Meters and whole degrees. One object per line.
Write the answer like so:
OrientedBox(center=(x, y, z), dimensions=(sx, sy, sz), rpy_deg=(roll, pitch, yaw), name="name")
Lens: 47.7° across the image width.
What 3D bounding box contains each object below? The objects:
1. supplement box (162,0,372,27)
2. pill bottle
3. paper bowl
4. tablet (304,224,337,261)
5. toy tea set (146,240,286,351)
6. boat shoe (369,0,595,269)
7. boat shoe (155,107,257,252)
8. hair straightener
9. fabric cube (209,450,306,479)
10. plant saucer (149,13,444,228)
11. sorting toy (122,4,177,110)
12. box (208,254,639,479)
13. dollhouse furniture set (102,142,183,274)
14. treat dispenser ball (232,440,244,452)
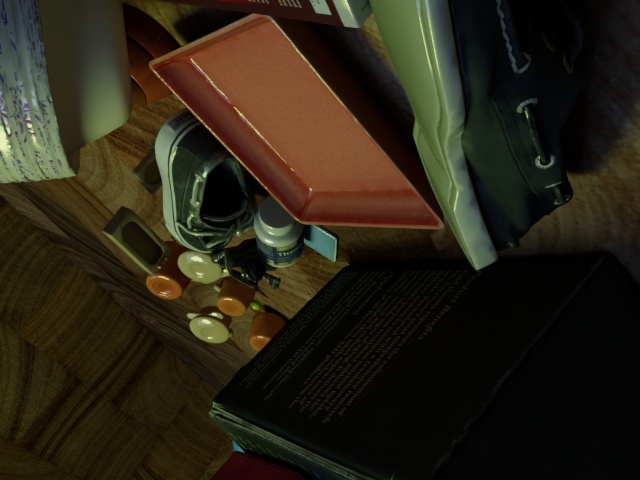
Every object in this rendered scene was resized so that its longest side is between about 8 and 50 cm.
OrientedBox(center=(-0.068, -0.229, 0.494), dimensions=(0.239, 0.073, 0.130), rpy_deg=(21, 156, 36), name="supplement box")
OrientedBox(center=(-0.055, -0.014, 0.972), dimensions=(0.067, 0.067, 0.120), rpy_deg=(32, 160, 12), name="pill bottle")
OrientedBox(center=(-0.252, -0.196, 0.646), dimensions=(0.284, 0.148, 0.284), rpy_deg=(172, 90, -76), name="paper bowl")
OrientedBox(center=(0.000, 0.000, 1.005), dimensions=(0.054, 0.006, 0.083), rpy_deg=(32, 159, 13), name="tablet")
OrientedBox(center=(-0.204, 0.101, 1.478), dimensions=(0.200, 0.124, 0.336), rpy_deg=(-15, 129, 28), name="toy tea set")
OrientedBox(center=(0.109, -0.102, 0.442), dimensions=(0.340, 0.113, 0.127), rpy_deg=(61, -173, -49), name="boat shoe")
OrientedBox(center=(-0.138, -0.049, 0.966), dimensions=(0.105, 0.113, 0.306), rpy_deg=(46, 155, 19), name="boat shoe")
OrientedBox(center=(-0.090, 0.030, 1.039), dimensions=(0.089, 0.047, 0.230), rpy_deg=(33, -176, 10), name="hair straightener")
OrientedBox(center=(-0.067, 0.426, 0.802), dimensions=(0.259, 0.258, 0.254), rpy_deg=(48, 156, -8), name="fabric cube")
OrientedBox(center=(-0.022, -0.114, 0.720), dimensions=(0.258, 0.047, 0.259), rpy_deg=(46, 157, -26), name="plant saucer")
OrientedBox(center=(-0.329, -0.232, 0.848), dimensions=(0.366, 0.126, 0.127), rpy_deg=(29, 159, 18), name="sorting toy")
OrientedBox(center=(0.190, 0.287, 0.833), dimensions=(0.480, 0.297, 0.472), rpy_deg=(51, 158, -16), name="box")
OrientedBox(center=(-0.220, -0.032, 1.086), dimensions=(0.123, 0.151, 0.144), rpy_deg=(21, 157, 37), name="dollhouse furniture set")
OrientedBox(center=(-0.084, 0.507, 1.881), dimensions=(0.288, 0.288, 0.288), rpy_deg=(32, 160, 13), name="treat dispenser ball")
